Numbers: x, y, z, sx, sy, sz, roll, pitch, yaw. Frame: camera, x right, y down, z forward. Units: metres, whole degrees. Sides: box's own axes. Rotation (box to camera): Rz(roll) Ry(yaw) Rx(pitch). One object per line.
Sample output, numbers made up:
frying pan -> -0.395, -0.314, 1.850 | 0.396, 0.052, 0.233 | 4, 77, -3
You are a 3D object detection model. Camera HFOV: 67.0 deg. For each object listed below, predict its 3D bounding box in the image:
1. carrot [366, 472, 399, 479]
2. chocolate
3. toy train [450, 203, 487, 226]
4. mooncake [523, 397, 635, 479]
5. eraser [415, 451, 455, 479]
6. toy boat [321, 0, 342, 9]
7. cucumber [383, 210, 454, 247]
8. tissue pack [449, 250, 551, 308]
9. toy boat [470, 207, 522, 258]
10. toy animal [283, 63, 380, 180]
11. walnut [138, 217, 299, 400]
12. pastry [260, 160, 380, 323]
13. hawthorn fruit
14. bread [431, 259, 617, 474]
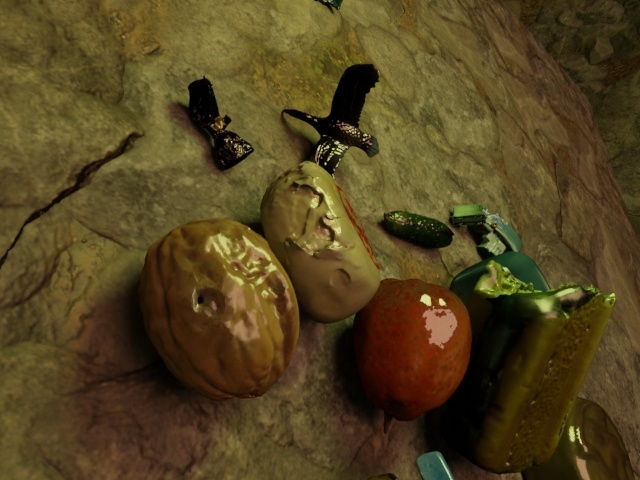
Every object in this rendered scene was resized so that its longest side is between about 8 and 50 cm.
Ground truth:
carrot -> 0.070, 0.478, 0.549 | 0.242, 0.242, 0.340 | -1, 66, -45
chocolate -> -0.172, -0.197, 0.813 | 0.147, 0.072, 0.070 | 63, 29, -5
toy train -> 0.392, -0.068, 1.282 | 0.056, 0.093, 0.038 | -79, 158, -43
mooncake -> 0.597, 0.511, 1.112 | 0.285, 0.156, 0.284 | 23, 52, -33
eraser -> 0.203, 0.427, 0.705 | 0.311, 0.043, 0.144 | 66, 3, -45
toy boat -> -0.008, -0.639, 1.211 | 0.186, 0.075, 0.077 | 6, 56, -40
cucumber -> 0.225, -0.028, 1.114 | 0.228, 0.069, 0.069 | 14, 59, -34
tissue pack -> 0.442, 0.175, 1.110 | 0.206, 0.198, 0.287 | -9, 73, -48
toy boat -> 0.482, 0.009, 1.346 | 0.215, 0.088, 0.102 | 42, 79, -21
toy animal -> 0.019, -0.216, 0.987 | 0.160, 0.197, 0.272 | 4, 109, -61
walnut -> -0.126, 0.084, 0.613 | 0.198, 0.198, 0.244 | -20, 81, -48
pastry -> 0.000, 0.001, 0.763 | 0.264, 0.133, 0.264 | 58, 12, -21
hawthorn fruit -> 0.148, 0.199, 0.822 | 0.211, 0.211, 0.262 | 25, 71, -34
bread -> 0.354, 0.236, 0.898 | 0.251, 0.208, 0.376 | 12, 98, -26
